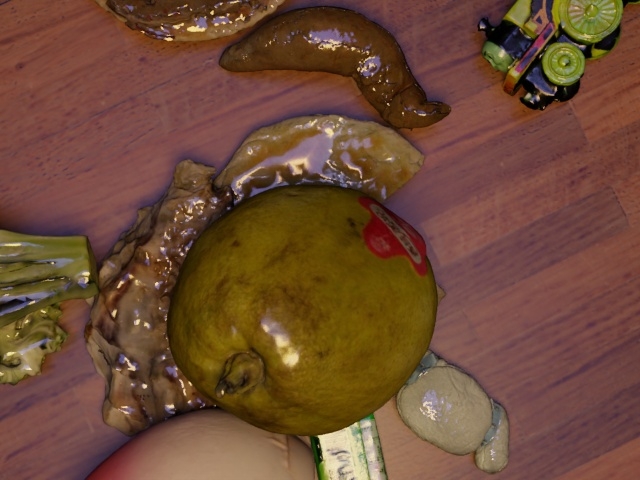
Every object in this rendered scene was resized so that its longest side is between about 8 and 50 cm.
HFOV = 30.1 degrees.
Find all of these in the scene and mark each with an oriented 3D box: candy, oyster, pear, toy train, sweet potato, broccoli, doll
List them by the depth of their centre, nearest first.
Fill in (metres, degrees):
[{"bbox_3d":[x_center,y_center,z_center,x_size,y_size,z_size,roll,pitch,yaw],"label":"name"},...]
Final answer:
[{"bbox_3d":[-0.030,0.086,1.317,0.287,0.375,0.287,8,111,20],"label":"pear"},{"bbox_3d":[-0.384,0.063,1.425,0.243,0.247,0.262,-12,105,4],"label":"broccoli"},{"bbox_3d":[-0.205,0.071,1.475,0.201,0.107,0.354,5,84,23],"label":"oyster"},{"bbox_3d":[0.161,0.213,1.514,0.214,0.071,0.103,38,86,-2],"label":"doll"},{"bbox_3d":[0.041,0.293,1.525,0.102,0.032,0.178,-11,85,-6],"label":"candy"},{"bbox_3d":[0.028,-0.234,1.537,0.310,0.098,0.124,19,92,3],"label":"sweet potato"},{"bbox_3d":[0.328,-0.311,1.551,0.161,0.100,0.296,37,86,9],"label":"toy train"}]

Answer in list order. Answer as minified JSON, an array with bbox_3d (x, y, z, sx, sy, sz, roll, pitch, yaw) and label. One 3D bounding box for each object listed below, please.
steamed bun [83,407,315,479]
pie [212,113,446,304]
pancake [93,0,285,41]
[{"bbox_3d":[-0.155,0.338,1.382,0.309,0.309,0.309,0,85,-2],"label":"steamed bun"},{"bbox_3d":[0.000,0.000,1.525,0.338,0.075,0.337,0,86,-1],"label":"pie"},{"bbox_3d":[-0.173,-0.439,1.557,0.382,0.071,0.382,0,85,-3],"label":"pancake"}]
